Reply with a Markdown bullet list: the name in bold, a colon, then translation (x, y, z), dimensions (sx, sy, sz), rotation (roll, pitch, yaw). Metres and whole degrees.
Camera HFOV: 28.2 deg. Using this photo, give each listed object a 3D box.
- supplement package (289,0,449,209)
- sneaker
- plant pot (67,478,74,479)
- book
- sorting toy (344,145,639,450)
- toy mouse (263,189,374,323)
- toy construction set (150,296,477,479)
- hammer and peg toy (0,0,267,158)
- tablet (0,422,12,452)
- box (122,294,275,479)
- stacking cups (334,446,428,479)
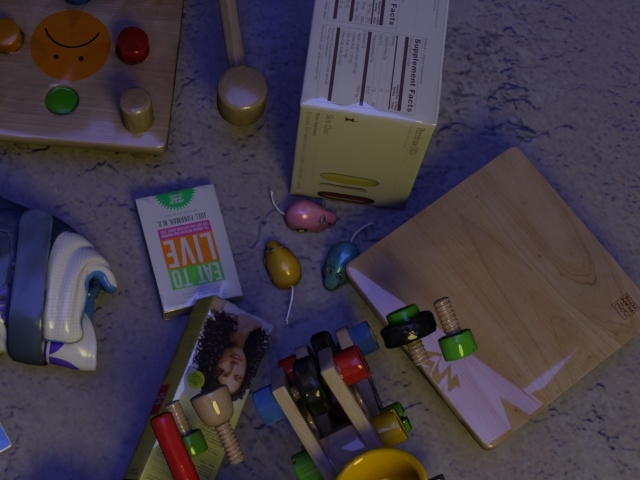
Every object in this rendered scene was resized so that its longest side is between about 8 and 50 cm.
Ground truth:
- **supplement package**: translation (0.052, -0.178, 1.441), dimensions (0.145, 0.262, 0.204), rotation (7, 71, -1)
- **sneaker**: translation (-0.367, 0.108, 1.381), dimensions (0.236, 0.130, 0.323), rotation (28, 66, 10)
- **plant pot**: translation (-0.245, 0.315, 1.339), dimensions (0.096, 0.109, 0.109), rotation (33, 72, 21)
- **book**: translation (-0.154, 0.012, 1.486), dimensions (0.096, 0.035, 0.144), rotation (-13, 71, -13)
- **sorting toy**: translation (0.200, 0.070, 1.459), dimensions (0.255, 0.089, 0.257), rotation (-35, 77, -14)
- **toy mouse**: translation (0.000, 0.000, 1.498), dimensions (0.143, 0.031, 0.161), rotation (-18, 73, -10)
- **toy construction set**: translation (0.006, 0.228, 1.305), dimensions (0.309, 0.257, 0.237), rotation (-22, 91, -19)
- **hammer and peg toy**: translation (-0.240, -0.229, 1.510), dimensions (0.361, 0.127, 0.266), rotation (4, 69, -3)
- **tablet**: translation (-0.390, 0.225, 1.406), dimensions (0.083, 0.006, 0.054), rotation (-29, 75, -14)
- **box**: translation (-0.135, 0.182, 1.398), dimensions (0.087, 0.058, 0.232), rotation (28, 70, -23)
- **stacking cups**: translation (0.100, 0.324, 1.260), dimensions (0.096, 0.316, 0.096), rotation (-12, 47, 13)
